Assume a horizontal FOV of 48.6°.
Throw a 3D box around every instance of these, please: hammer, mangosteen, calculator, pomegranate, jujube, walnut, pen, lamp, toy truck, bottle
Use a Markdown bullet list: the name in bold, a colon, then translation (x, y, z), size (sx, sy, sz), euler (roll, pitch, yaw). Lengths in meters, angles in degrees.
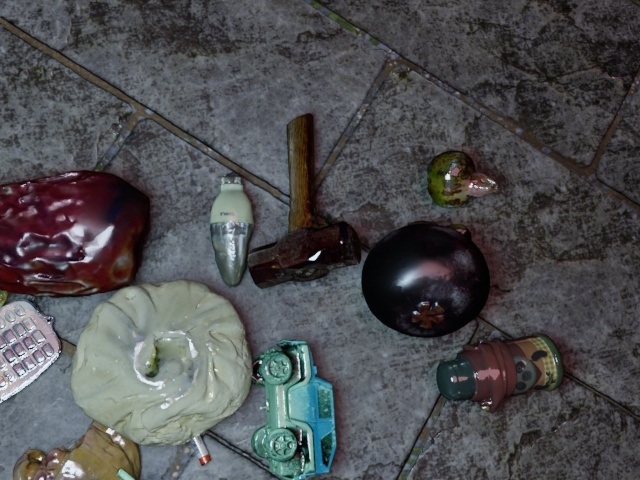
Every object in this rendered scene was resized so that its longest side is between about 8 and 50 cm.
- **hammer**: translation (-0.046, -0.106, 1.573), size (0.242, 0.095, 0.409), euler (-14, 64, 21)
- **mangosteen**: translation (0.227, 0.064, 1.550), size (0.275, 0.275, 0.302), euler (13, 40, -7)
- **calculator**: translation (-0.663, 0.236, 1.445), size (0.268, 0.040, 0.177), euler (-34, 86, -16)
- **pomegranate**: translation (0.317, -0.135, 1.636), size (0.125, 0.163, 0.138), euler (-19, 124, -29)
- **jujube**: translation (-0.523, -0.010, 1.425), size (0.376, 0.258, 0.258), euler (-7, 79, 3)
- **walnut**: translation (-0.464, 0.468, 1.378), size (0.238, 0.141, 0.204), euler (-27, 89, -18)
- **pen**: translation (-0.285, 0.368, 1.489), size (0.026, 0.026, 0.218), euler (-24, 82, -14)
- **lamp**: translation (-0.194, -0.024, 1.553), size (0.101, 0.101, 0.250), euler (0, 81, -10)
- **toy truck**: translation (-0.060, 0.348, 1.470), size (0.156, 0.155, 0.279), euler (1, 77, -19)
- **bottle**: translation (0.389, 0.296, 1.563), size (0.271, 0.143, 0.156), euler (-8, 54, -14)

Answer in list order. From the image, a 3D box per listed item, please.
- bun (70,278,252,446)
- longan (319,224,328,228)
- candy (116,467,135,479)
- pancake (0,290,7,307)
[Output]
- **bun**: translation (-0.313, 0.232, 1.399), size (0.359, 0.211, 0.360), euler (4, 67, -11)
- **longan**: translation (0.000, 0.000, 1.603), size (0.083, 0.075, 0.075), euler (24, 69, 40)
- **candy**: translation (-0.270, 0.553, 1.387), size (0.093, 0.092, 0.335), euler (-38, 104, 26)
- **pancake**: translation (-0.702, 0.120, 1.460), size (0.108, 0.017, 0.108), euler (0, 59, 0)
